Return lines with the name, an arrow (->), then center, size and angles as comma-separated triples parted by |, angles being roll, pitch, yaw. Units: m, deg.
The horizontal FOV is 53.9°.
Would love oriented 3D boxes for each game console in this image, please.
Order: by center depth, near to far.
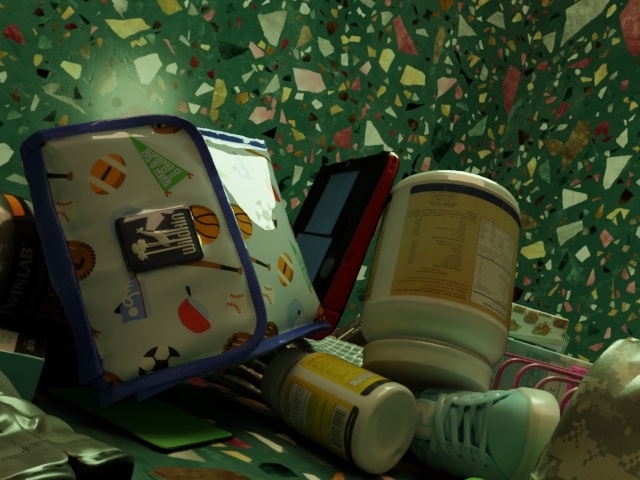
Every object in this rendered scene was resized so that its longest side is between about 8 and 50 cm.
game console -> 0.000, 0.000, 1.189 | 0.060, 0.342, 0.386 | 22, -3, -17

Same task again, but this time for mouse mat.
mouse mat -> -0.211, 0.206, 0.748 | 0.189, 0.007, 0.152 | 16, -4, 26

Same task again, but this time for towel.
towel -> -0.027, 0.223, 1.107 | 0.283, 0.122, 0.235 | 16, -3, 22

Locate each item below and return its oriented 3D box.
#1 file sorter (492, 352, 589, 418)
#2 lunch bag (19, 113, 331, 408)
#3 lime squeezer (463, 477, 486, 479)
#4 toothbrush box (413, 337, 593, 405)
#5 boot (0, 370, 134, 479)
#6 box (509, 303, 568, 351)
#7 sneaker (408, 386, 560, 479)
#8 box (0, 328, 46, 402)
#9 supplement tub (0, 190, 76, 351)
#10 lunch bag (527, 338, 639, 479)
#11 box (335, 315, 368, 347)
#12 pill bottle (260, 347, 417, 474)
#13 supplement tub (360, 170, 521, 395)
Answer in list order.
file sorter -> 0.344, 0.286, 0.902 | 0.182, 0.202, 0.290 | 14, -3, -5
lunch bag -> -0.183, 0.023, 0.837 | 0.238, 0.328, 0.385 | -25, -11, 26
lime squeezer -> 0.214, 0.306, 0.682 | 0.310, 0.059, 0.110 | 19, -4, -13
toothbrush box -> 0.328, 0.286, 1.164 | 0.295, 0.217, 0.126 | 19, -4, -14
boot -> -0.266, 0.114, 0.341 | 0.222, 0.118, 0.338 | 21, 3, 23
box -> 0.302, 0.134, 1.197 | 0.323, 0.063, 0.067 | 17, -7, -2
sneaker -> 0.182, 0.261, 0.843 | 0.150, 0.135, 0.366 | 12, -22, -5
box -> -0.410, 0.109, 0.630 | 0.244, 0.060, 0.100 | 18, -3, -23
supplement tub -> -0.415, 0.047, 0.888 | 0.207, 0.207, 0.338 | 15, -3, 35
lunch bag -> 0.332, 0.226, 0.492 | 0.212, 0.256, 0.305 | 18, -3, -27
box -> 0.145, 0.229, 1.325 | 0.167, 0.168, 0.203 | 57, -2, 1
pill bottle -> 0.019, 0.224, 0.868 | 0.208, 0.119, 0.119 | 14, -4, 46
supplement tub -> 0.189, 0.074, 1.002 | 0.228, 0.317, 0.228 | 12, -25, 6
